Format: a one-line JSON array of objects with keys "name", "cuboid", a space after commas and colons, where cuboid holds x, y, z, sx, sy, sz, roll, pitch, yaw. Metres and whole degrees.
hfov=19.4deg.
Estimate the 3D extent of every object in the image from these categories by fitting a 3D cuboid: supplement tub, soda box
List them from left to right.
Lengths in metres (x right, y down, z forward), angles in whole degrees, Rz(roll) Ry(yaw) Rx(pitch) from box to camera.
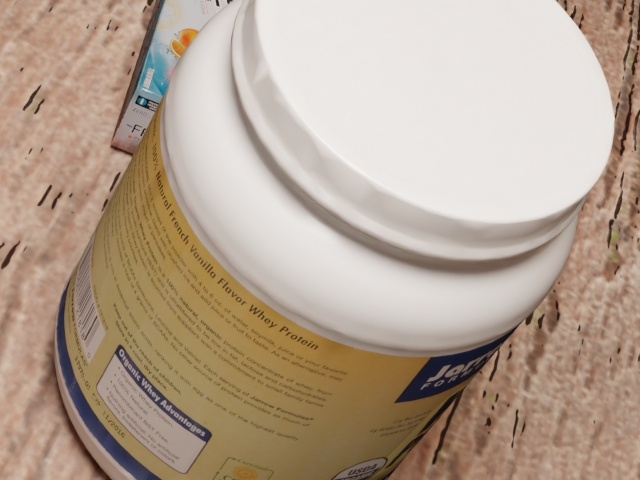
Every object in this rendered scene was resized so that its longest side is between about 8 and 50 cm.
[{"name": "soda box", "cuboid": [-0.088, -0.134, 1.266, 0.058, 0.063, 0.183, 21, 47, -11]}, {"name": "supplement tub", "cuboid": [0.000, 0.000, 1.022, 0.228, 0.316, 0.228, 14, 51, -17]}]
